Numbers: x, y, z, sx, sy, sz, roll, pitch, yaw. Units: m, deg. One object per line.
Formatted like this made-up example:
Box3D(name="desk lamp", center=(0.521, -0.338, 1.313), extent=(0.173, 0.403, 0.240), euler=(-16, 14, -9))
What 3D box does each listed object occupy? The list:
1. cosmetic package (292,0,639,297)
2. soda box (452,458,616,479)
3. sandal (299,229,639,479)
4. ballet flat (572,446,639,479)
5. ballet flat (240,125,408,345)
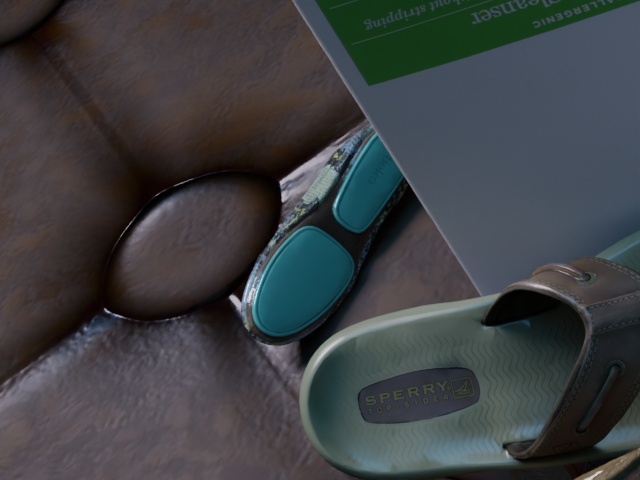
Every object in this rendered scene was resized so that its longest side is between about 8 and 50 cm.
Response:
Box3D(name="cosmetic package", center=(0.142, -0.098, 1.036), extent=(0.197, 0.365, 0.155), euler=(-17, 39, 24))
Box3D(name="soda box", center=(0.089, 0.103, 1.110), extent=(0.183, 0.058, 0.063), euler=(7, 54, 40))
Box3D(name="sandal", center=(0.125, 0.065, 0.982), extent=(0.303, 0.086, 0.120), euler=(-19, 78, 17))
Box3D(name="ballet flat", center=(0.213, 0.118, 0.893), extent=(0.124, 0.116, 0.342), euler=(-32, -4, -42))
Box3D(name="ballet flat", center=(0.000, 0.000, 1.293), extent=(0.070, 0.070, 0.188), euler=(13, 56, 44))
